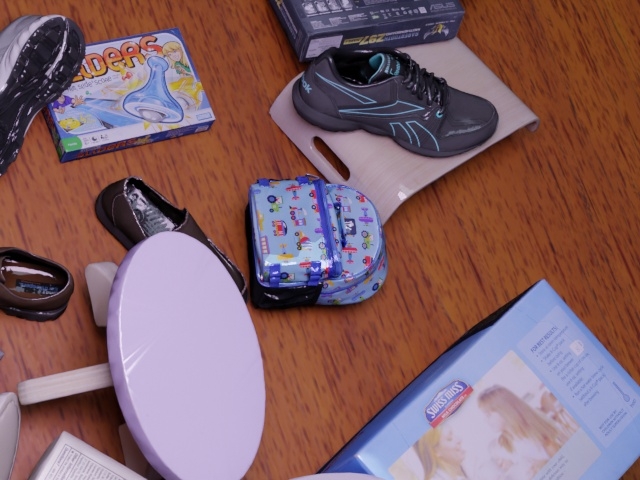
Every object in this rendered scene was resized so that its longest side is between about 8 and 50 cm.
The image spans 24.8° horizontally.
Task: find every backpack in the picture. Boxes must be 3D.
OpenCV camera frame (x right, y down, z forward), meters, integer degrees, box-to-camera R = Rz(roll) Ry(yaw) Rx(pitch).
[{"bbox_3d":[0.000,0.000,1.755,0.173,0.117,0.158,-1,67,-9],"label":"backpack"}]

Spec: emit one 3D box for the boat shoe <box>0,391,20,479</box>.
[{"bbox_3d":[-0.400,0.290,1.479,0.096,0.117,0.324,8,57,14],"label":"boat shoe"}]

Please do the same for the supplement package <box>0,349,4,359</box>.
[{"bbox_3d":[-0.468,0.095,1.497,0.244,0.139,0.134,39,86,-4],"label":"supplement package"}]

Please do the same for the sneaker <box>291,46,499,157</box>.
[{"bbox_3d":[0.102,-0.175,1.805,0.267,0.106,0.101,7,53,-14],"label":"sneaker"}]

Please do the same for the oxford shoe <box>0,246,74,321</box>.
[{"bbox_3d":[-0.383,0.034,1.608,0.227,0.096,0.083,3,68,-20],"label":"oxford shoe"}]

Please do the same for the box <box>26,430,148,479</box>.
[{"bbox_3d":[-0.219,0.331,1.526,0.232,0.127,0.149,33,59,-7],"label":"box"}]

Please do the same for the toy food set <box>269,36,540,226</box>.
[{"bbox_3d":[0.116,-0.163,1.923,0.306,0.092,0.220,-31,71,-32],"label":"toy food set"}]

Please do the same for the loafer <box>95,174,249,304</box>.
[{"bbox_3d":[-0.172,0.007,1.718,0.220,0.078,0.080,39,59,-3],"label":"loafer"}]

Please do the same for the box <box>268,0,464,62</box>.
[{"bbox_3d":[0.049,-0.334,1.928,0.232,0.059,0.183,-12,58,-22],"label":"box"}]

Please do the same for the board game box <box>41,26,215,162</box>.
[{"bbox_3d":[-0.246,-0.181,1.796,0.201,0.035,0.136,-16,75,-27],"label":"board game box"}]

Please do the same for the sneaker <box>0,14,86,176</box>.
[{"bbox_3d":[-0.388,-0.155,1.691,0.271,0.108,0.100,-51,132,-15],"label":"sneaker"}]

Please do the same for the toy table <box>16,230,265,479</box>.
[{"bbox_3d":[-0.182,0.140,1.578,0.252,0.161,0.274,6,75,-38],"label":"toy table"}]

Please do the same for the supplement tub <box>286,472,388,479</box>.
[{"bbox_3d":[0.017,0.417,1.461,0.228,0.228,0.316,-18,109,-28],"label":"supplement tub"}]

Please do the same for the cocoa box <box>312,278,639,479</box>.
[{"bbox_3d":[0.179,0.254,1.669,0.347,0.228,0.231,-39,86,-31],"label":"cocoa box"}]
